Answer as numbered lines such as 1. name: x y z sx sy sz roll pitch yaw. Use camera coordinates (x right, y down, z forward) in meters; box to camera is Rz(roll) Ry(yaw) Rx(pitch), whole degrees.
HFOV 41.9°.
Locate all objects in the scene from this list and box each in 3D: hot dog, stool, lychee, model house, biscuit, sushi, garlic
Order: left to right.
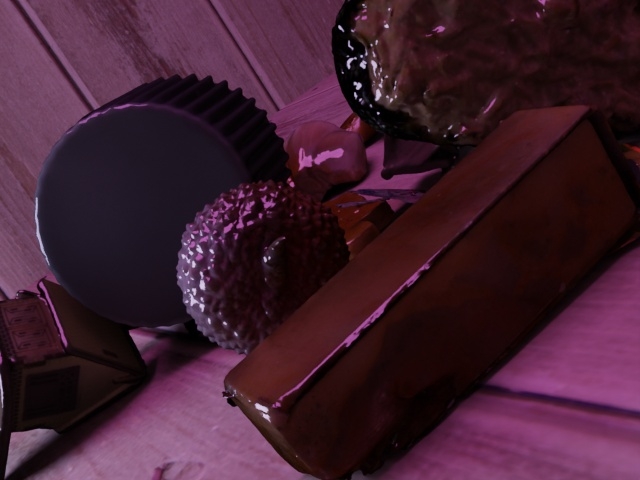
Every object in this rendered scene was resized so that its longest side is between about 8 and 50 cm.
1. model house: -0.279 0.142 1.003 0.279 0.218 0.204 -6 -47 -33
2. stool: -0.186 -0.059 1.050 0.297 0.297 0.330 -31 10 6
3. lychee: -0.050 0.027 0.760 0.165 0.165 0.197 -35 5 -9
4. garlic: -0.029 -0.122 1.356 0.217 0.110 0.228 -33 14 14
5. biscuit: 0.001 0.002 0.999 0.184 0.035 0.249 -29 14 3
6. hot dog: 0.078 -0.208 1.516 0.090 0.060 0.140 -34 19 33
7. model house: 0.160 -0.157 1.008 0.188 0.122 0.229 -36 15 42
8. sushi: 0.185 -0.186 0.786 0.350 0.210 0.171 -5 14 -2

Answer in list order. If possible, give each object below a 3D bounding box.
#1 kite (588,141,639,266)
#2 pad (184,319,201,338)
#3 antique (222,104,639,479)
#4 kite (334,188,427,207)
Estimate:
1. kite: 0.151 0.006 0.708 0.378 0.013 0.327 -17 22 47
2. pad: -0.095 0.060 1.086 0.193 0.004 0.116 -34 14 -8
3. antique: 0.082 0.034 0.564 0.310 0.093 0.087 -41 22 -18
4. kite: 0.079 -0.048 0.953 0.137 0.005 0.153 11 18 38
